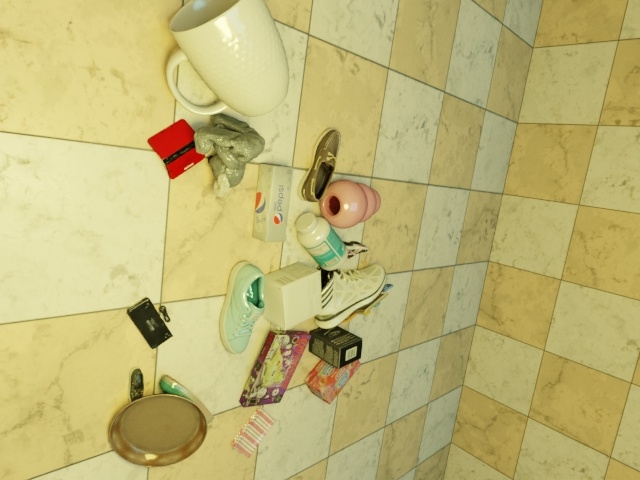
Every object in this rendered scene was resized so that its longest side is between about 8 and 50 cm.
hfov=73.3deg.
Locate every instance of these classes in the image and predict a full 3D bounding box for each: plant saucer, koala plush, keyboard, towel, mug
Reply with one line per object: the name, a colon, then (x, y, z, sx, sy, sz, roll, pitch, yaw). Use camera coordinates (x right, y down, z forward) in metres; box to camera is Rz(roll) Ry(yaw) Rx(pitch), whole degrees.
plant saucer: (-0.541, 0.633, 1.454, 0.310, 0.050, 0.311, -5, 111, -12)
koala plush: (-0.294, -0.262, 1.403, 0.196, 0.203, 0.221, -71, 180, -53)
keyboard: (-0.553, 0.268, 1.428, 0.108, 0.023, 0.180, -35, 126, -25)
towel: (-0.284, 0.831, 1.864, 0.197, 0.029, 0.144, -50, 133, -22)
mug: (-0.283, -0.531, 1.299, 0.374, 0.276, 0.328, -31, 136, 1)

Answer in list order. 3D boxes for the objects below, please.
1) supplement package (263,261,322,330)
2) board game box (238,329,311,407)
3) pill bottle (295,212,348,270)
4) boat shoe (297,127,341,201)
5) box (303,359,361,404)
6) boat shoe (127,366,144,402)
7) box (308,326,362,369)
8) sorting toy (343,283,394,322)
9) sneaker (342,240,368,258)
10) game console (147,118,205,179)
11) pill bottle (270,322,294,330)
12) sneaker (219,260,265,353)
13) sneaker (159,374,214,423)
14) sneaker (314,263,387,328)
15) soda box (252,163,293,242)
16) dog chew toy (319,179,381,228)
supplement package: (-0.117, 0.221, 1.750, 0.203, 0.149, 0.194, -19, 116, -40)
board game box: (-0.189, 0.536, 1.807, 0.208, 0.056, 0.347, 12, 106, -50)
pill bottle: (0.000, 0.000, 1.801, 0.146, 0.146, 0.264, -54, 133, -18)
boat shoe: (0.015, -0.305, 1.755, 0.116, 0.096, 0.325, 32, 80, -45)
box: (0.060, 0.636, 2.072, 0.257, 0.128, 0.123, -45, 130, -26)
boat shoe: (-0.609, 0.490, 1.426, 0.049, 0.040, 0.142, -11, 110, -43)
box: (0.065, 0.479, 1.971, 0.153, 0.207, 0.108, -11, 110, -41)
sorting toy: (0.218, 0.317, 2.087, 0.347, 0.196, 0.047, -32, 99, -34)
sneaker: (0.146, 0.048, 2.029, 0.178, 0.072, 0.077, 4, 111, -37)
game console: (-0.452, -0.287, 1.360, 0.144, 0.085, 0.124, -43, 160, -27)
pill bottle: (-0.150, 0.354, 1.820, 0.116, 0.065, 0.065, -17, 114, -40)
sneaker: (-0.281, 0.269, 1.604, 0.135, 0.150, 0.366, -5, 106, -43)
sneaker: (-0.493, 0.601, 1.527, 0.121, 0.108, 0.302, -48, 132, -29)
sneaker: (0.132, 0.184, 1.972, 0.447, 0.169, 0.258, -35, 127, -29)
soda box: (-0.181, -0.141, 1.616, 0.098, 0.091, 0.286, -4, 106, -45)
dog chew toy: (0.147, -0.162, 1.870, 0.331, 0.206, 0.207, -11, 110, -51)
